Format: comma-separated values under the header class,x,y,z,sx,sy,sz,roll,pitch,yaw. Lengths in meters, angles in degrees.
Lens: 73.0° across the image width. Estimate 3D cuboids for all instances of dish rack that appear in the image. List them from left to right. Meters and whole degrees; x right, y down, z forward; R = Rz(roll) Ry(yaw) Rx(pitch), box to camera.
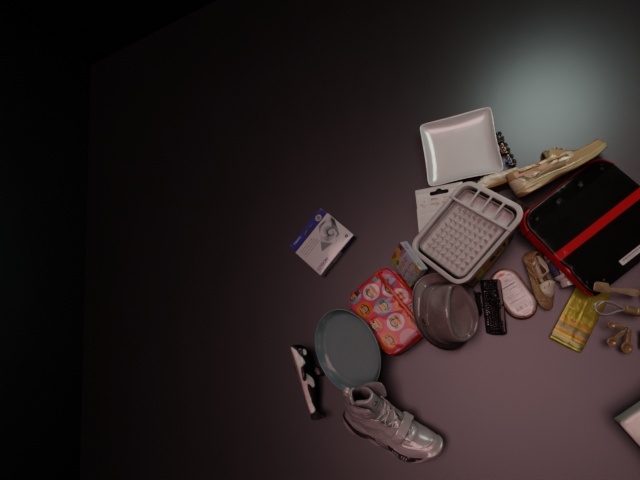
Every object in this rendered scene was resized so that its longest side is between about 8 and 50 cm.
class,x,y,z,sx,sy,sz,roll,pitch,yaw
dish rack,0.508,-0.022,1.506,0.333,0.072,0.285,-50,42,4

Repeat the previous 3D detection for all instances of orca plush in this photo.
class,x,y,z,sx,sy,sz,roll,pitch,yaw
orca plush,-0.026,0.535,1.671,0.102,0.151,0.287,-15,64,-14

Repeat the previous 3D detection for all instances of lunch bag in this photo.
class,x,y,z,sx,sy,sz,roll,pitch,yaw
lunch bag,0.277,0.255,1.611,0.258,0.120,0.293,-40,64,4

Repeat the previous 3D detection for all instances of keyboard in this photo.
class,x,y,z,sx,sy,sz,roll,pitch,yaw
keyboard,0.584,0.233,1.504,0.100,0.038,0.192,-11,79,39

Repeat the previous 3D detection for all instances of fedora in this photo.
class,x,y,z,sx,sy,sz,roll,pitch,yaw
fedora,0.445,0.238,1.473,0.243,0.124,0.275,-1,79,-19

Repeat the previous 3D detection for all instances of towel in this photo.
class,x,y,z,sx,sy,sz,roll,pitch,yaw
towel,0.854,0.241,1.418,0.102,0.021,0.237,28,87,21

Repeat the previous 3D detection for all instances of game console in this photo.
class,x,y,z,sx,sy,sz,roll,pitch,yaw
game console,0.903,-0.056,1.421,0.386,0.060,0.342,-37,72,-2

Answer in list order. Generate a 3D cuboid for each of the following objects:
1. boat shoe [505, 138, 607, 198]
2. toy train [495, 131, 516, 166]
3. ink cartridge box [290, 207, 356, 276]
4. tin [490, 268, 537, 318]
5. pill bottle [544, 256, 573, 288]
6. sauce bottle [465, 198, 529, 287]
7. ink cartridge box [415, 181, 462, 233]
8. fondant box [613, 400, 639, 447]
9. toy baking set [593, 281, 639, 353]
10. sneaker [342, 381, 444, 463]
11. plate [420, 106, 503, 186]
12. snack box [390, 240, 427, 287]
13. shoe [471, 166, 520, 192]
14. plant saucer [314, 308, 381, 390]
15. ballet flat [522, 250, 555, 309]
class,x,y,z,sx,sy,sz,roll,pitch,yaw
boat shoe,0.812,-0.270,1.489,0.341,0.121,0.110,-28,80,1
toy train,0.697,-0.343,1.637,0.036,0.027,0.158,-25,67,19
ink cartridge box,0.000,0.000,1.832,0.224,0.045,0.223,40,94,27
tin,0.670,0.184,1.503,0.106,0.040,0.190,-33,66,7
pill bottle,0.808,0.096,1.448,0.067,0.067,0.120,-22,68,16
sauce bottle,0.603,0.004,1.537,0.111,0.111,0.344,38,93,27
ink cartridge box,0.470,-0.094,1.658,0.189,0.066,0.232,-9,64,21
fondant box,1.018,0.559,1.148,0.238,0.096,0.330,-40,64,9
toy baking set,0.949,0.228,1.320,0.196,0.030,0.256,-20,87,-1
sneaker,0.232,0.610,1.463,0.366,0.210,0.137,12,43,28
plate,0.547,-0.360,1.696,0.278,0.045,0.277,-11,73,20
snack box,0.321,0.086,1.579,0.141,0.037,0.100,59,146,35
shoe,0.640,-0.213,1.603,0.219,0.076,0.058,-17,67,10
plant saucer,0.105,0.409,1.615,0.317,0.043,0.318,8,101,42
ballet flat,0.746,0.129,1.458,0.073,0.067,0.206,-6,69,-23
